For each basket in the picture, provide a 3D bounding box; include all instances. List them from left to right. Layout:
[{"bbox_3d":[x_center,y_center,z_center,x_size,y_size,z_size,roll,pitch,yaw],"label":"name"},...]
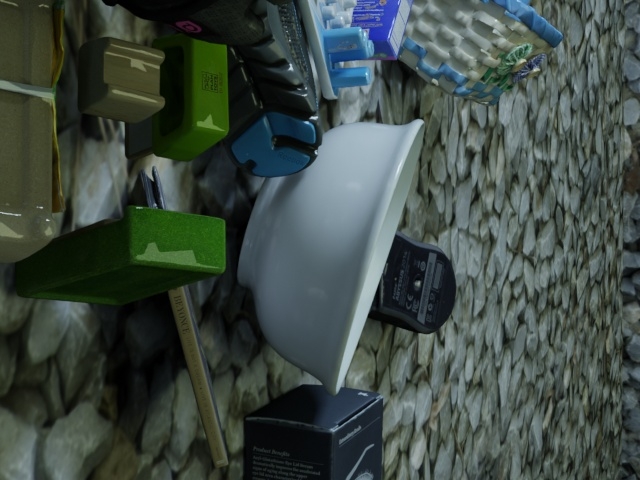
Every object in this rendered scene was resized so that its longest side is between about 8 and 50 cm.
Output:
[{"bbox_3d":[0.233,-0.328,1.701,0.289,0.201,0.255,-63,159,13],"label":"basket"}]

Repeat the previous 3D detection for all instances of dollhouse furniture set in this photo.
[{"bbox_3d":[-0.227,-0.072,0.912,0.301,0.151,0.198,9,74,-42],"label":"dollhouse furniture set"}]

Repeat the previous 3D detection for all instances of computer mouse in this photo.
[{"bbox_3d":[0.086,0.038,1.672,0.272,0.072,0.188,32,67,-51],"label":"computer mouse"}]

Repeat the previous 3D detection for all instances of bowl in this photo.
[{"bbox_3d":[0.000,0.000,1.317,0.298,0.134,0.298,17,90,-85],"label":"bowl"}]

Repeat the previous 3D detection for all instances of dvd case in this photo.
[{"bbox_3d":[-0.119,0.066,1.139,0.164,0.018,0.221,-112,-171,-58],"label":"dvd case"}]

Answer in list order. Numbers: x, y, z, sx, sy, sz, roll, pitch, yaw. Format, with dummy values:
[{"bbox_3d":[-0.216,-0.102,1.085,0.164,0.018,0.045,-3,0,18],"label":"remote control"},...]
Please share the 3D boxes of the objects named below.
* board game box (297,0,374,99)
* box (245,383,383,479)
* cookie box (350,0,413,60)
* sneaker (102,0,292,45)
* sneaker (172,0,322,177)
[{"bbox_3d":[0.009,-0.408,1.301,0.390,0.050,0.390,-80,160,-47],"label":"board game box"},{"bbox_3d":[-0.006,0.280,1.443,0.153,0.108,0.207,-17,109,-65],"label":"box"},{"bbox_3d":[0.055,-0.263,1.496,0.040,0.092,0.107,53,48,-53],"label":"cookie box"},{"bbox_3d":[-0.105,-0.206,0.813,0.482,0.185,0.202,-14,129,-28],"label":"sneaker"},{"bbox_3d":[-0.086,-0.227,1.187,0.140,0.125,0.341,-98,176,-59],"label":"sneaker"}]
